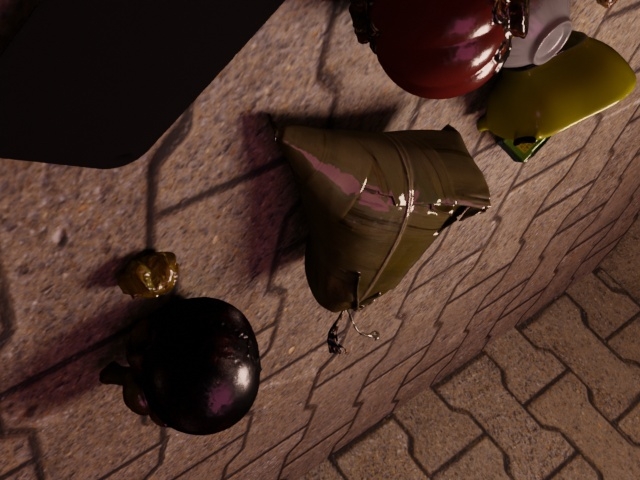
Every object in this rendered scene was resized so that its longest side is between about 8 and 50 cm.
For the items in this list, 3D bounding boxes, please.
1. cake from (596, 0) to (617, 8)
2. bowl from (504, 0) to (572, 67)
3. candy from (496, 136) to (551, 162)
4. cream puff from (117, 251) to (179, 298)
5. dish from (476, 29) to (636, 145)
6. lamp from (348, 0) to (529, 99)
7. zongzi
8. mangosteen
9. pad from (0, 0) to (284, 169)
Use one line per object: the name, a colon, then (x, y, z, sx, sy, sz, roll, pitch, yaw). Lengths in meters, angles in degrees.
cake: (0.494, -0.457, 1.278, 0.246, 0.112, 0.135, -25, 155, -41)
bowl: (0.339, -0.334, 1.274, 0.189, 0.086, 0.189, -34, 156, -17)
candy: (0.394, -0.201, 1.541, 0.097, 0.062, 0.194, -47, 177, 10)
cream puff: (-0.228, 0.051, 1.088, 0.083, 0.058, 0.083, -46, 158, 14)
dish: (0.392, -0.279, 1.383, 0.262, 0.221, 0.108, -30, 115, -7)
lamp: (0.130, -0.273, 0.917, 0.226, 0.227, 0.227, -34, 156, -18)
zongzi: (0.000, 0.000, 1.256, 0.418, 0.181, 0.447, 4, 134, -40)
mangosteen: (-0.212, 0.194, 1.216, 0.249, 0.212, 0.211, -10, 154, 2)
pad: (-0.194, -0.213, 0.736, 0.375, 0.063, 0.315, -41, 160, 25)
